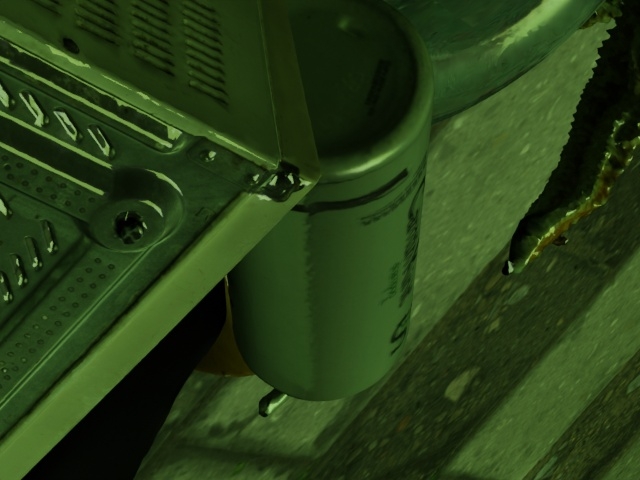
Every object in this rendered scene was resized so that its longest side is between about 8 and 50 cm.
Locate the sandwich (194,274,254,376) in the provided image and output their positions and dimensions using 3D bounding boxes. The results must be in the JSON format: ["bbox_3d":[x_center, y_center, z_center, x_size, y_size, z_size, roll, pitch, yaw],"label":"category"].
[{"bbox_3d":[-0.056,-0.028,1.011,0.117,0.144,0.187,-29,115,-34],"label":"sandwich"}]

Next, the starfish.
[{"bbox_3d":[0.186,-0.167,0.890,0.358,0.078,0.347,-54,-163,38],"label":"starfish"}]

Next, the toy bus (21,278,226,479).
[{"bbox_3d":[-0.160,0.081,0.848,0.127,0.147,0.302,-15,143,-52],"label":"toy bus"}]

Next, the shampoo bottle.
[{"bbox_3d":[0.000,0.000,0.761,0.085,0.085,0.262,-38,158,-17],"label":"shampoo bottle"}]

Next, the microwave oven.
[{"bbox_3d":[-0.148,-0.019,0.600,0.194,0.145,0.240,25,126,-33],"label":"microwave oven"}]

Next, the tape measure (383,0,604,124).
[{"bbox_3d":[0.032,-0.167,0.778,0.275,0.147,0.256,-37,153,-9],"label":"tape measure"}]
